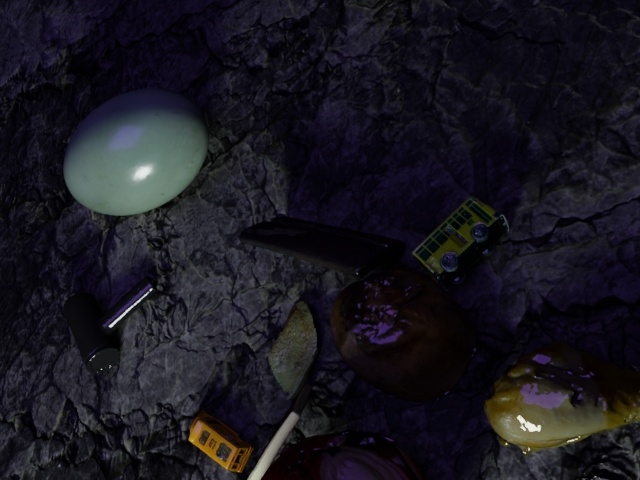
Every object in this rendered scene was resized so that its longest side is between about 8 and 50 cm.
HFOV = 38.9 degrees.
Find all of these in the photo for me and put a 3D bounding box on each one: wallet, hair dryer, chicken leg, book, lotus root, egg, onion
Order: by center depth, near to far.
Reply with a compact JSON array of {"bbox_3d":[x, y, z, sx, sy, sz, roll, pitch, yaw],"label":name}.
[{"bbox_3d":[0.484,0.268,1.518,0.429,0.153,0.201,-4,85,24],"label":"chicken leg"},{"bbox_3d":[0.026,0.498,1.610,0.341,0.341,0.341,-10,70,30],"label":"onion"},{"bbox_3d":[0.145,0.170,1.736,0.272,0.192,0.272,-15,60,27],"label":"lotus root"},{"bbox_3d":[-0.128,0.464,1.779,0.028,0.262,0.374,31,94,4],"label":"book"},{"bbox_3d":[0.000,0.000,1.885,0.321,0.170,0.044,15,117,34],"label":"wallet"},{"bbox_3d":[-0.439,-0.208,2.154,0.389,0.276,0.276,-30,61,22],"label":"egg"},{"bbox_3d":[-0.496,0.175,2.206,0.251,0.089,0.197,-38,56,6],"label":"hair dryer"}]

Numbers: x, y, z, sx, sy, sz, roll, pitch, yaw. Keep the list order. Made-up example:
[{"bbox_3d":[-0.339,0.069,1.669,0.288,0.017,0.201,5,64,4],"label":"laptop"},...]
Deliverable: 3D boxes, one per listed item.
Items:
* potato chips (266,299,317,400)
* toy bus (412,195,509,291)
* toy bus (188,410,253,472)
[{"bbox_3d":[-0.060,0.233,1.928,0.142,0.026,0.209,-22,64,33],"label":"potato chips"},{"bbox_3d":[0.268,0.002,1.736,0.175,0.088,0.101,-44,57,-3],"label":"toy bus"},{"bbox_3d":[-0.225,0.429,1.945,0.162,0.074,0.069,28,92,34],"label":"toy bus"}]
